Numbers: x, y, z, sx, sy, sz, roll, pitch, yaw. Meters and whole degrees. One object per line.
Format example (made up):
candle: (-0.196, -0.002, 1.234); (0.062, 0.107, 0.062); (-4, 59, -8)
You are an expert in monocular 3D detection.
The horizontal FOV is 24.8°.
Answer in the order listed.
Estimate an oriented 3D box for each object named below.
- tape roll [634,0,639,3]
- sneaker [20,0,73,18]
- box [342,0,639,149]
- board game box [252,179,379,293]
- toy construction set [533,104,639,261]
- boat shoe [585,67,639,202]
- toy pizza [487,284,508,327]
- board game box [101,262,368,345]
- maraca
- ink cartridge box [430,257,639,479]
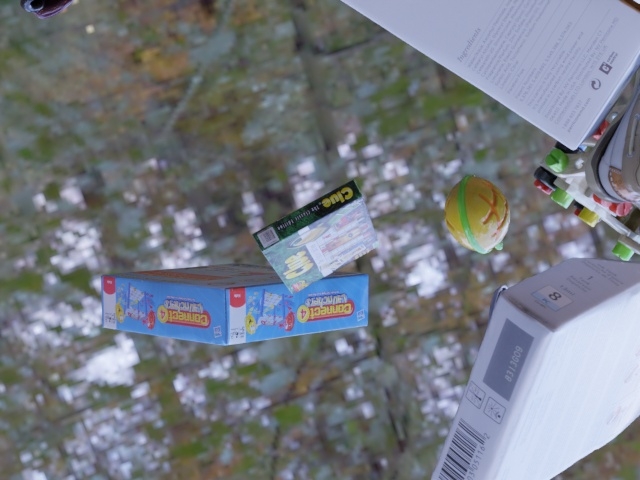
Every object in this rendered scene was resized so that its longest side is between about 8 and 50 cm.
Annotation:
tape roll: (0.413, -0.474, 2.052); (0.246, 0.246, 0.169); (-23, 156, -21)
sneaker: (-0.387, -0.349, 1.733); (0.281, 0.162, 0.106); (3, 151, -18)
box: (0.208, -0.274, 1.692); (0.168, 0.345, 0.215); (-59, 171, 16)
board game box: (0.000, 0.000, 1.793); (0.136, 0.030, 0.259); (-27, 165, 1)
toy construction set: (0.437, -0.062, 2.110); (0.151, 0.327, 0.215); (-43, -143, -3)
boat shoe: (0.437, -0.177, 1.768); (0.302, 0.113, 0.103); (-63, -159, -9)
toy pizza: (0.266, 0.161, 2.027); (0.032, 0.201, 0.201); (-2, -164, 18)
board game box: (-0.136, 0.095, 2.307); (0.302, 0.086, 0.308); (-5, -174, -44)
maraca: (0.256, -0.040, 2.314); (0.099, 0.127, 0.186); (-8, 173, 25)
ink cartridge box: (0.320, 0.148, 1.806); (0.091, 0.308, 0.385); (35, -142, 29)
